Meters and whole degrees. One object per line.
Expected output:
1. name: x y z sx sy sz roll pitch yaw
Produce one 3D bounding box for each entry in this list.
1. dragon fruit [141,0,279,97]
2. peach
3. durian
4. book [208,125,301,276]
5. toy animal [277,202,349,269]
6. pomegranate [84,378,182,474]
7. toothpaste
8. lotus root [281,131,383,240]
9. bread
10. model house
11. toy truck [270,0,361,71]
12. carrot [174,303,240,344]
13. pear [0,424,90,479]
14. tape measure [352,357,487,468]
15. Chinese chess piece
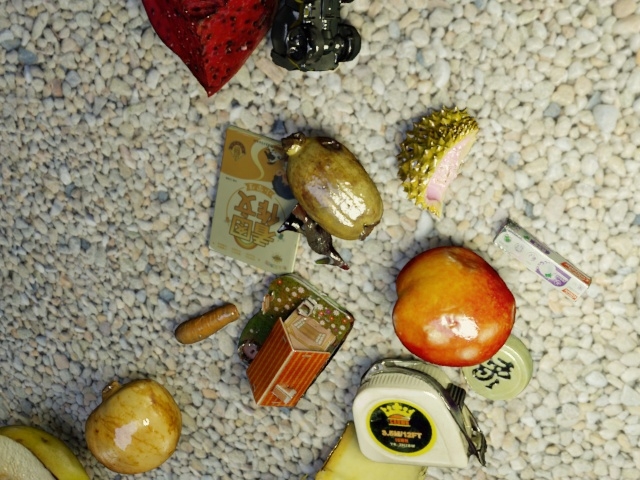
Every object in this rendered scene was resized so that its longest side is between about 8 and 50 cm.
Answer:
1. dragon fruit: -0.248 -0.486 1.608 0.330 0.240 0.302 41 101 -4
2. peach: 0.259 0.127 1.646 0.244 0.199 0.243 -2 83 17
3. durian: 0.215 -0.150 1.623 0.132 0.165 0.182 8 147 -22
4. book: -0.129 -0.079 1.836 0.208 0.020 0.295 19 116 15
5. toy animal: -0.009 -0.004 1.780 0.202 0.070 0.105 49 154 -23
6. pomegranate: -0.452 0.445 2.063 0.248 0.248 0.248 8 112 20
7. toothpaste: 0.423 0.038 1.630 0.196 0.040 0.047 37 124 7
8. lotus root: 0.018 -0.113 1.689 0.145 0.128 0.260 -42 92 -6
9. bread: 0.065 0.580 1.851 0.248 0.315 0.279 21 106 13
10. model house: -0.090 0.241 1.858 0.207 0.154 0.294 36 123 6
11. toy truck: -0.024 -0.427 1.598 0.165 0.147 0.224 21 116 40
12. carrot: -0.261 0.194 1.974 0.186 0.060 0.060 -25 98 28
13. pear: -0.767 0.636 2.287 0.387 0.191 0.340 11 110 20
14. tape measure: 0.212 0.354 1.796 0.271 0.133 0.231 1 118 21
15. Chinese chess piece: 0.357 0.254 1.730 0.144 0.058 0.144 9 113 21
